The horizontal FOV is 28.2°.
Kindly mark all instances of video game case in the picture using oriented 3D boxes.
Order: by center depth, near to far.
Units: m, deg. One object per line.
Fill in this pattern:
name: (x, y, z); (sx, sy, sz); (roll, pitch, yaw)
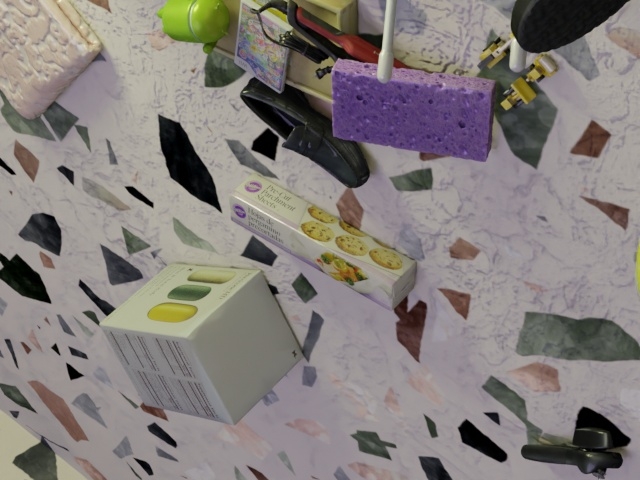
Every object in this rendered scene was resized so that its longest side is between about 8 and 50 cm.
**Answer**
video game case: (-0.080, -0.270, 1.766); (0.087, 0.011, 0.122); (35, 146, 17)

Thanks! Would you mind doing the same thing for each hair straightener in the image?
hair straightener: (0.005, -0.239, 1.658); (0.230, 0.047, 0.089); (26, 134, -13)

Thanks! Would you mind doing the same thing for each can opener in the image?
can opener: (0.379, 0.322, 1.917); (0.059, 0.073, 0.186); (17, 163, -29)

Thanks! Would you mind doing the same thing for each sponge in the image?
sponge: (0.118, -0.168, 1.638); (0.210, 0.031, 0.117); (11, 137, 14)

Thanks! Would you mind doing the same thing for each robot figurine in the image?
robot figurine: (-0.175, -0.310, 1.779); (0.115, 0.067, 0.101); (11, 128, 42)

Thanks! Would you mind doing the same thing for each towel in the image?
towel: (-0.541, -0.385, 2.195); (0.317, 0.053, 0.332); (52, 148, -8)

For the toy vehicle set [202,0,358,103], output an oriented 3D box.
toy vehicle set: (-0.063, -0.301, 1.760); (0.267, 0.035, 0.166); (28, 143, 27)

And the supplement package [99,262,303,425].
supplement package: (-0.214, 0.179, 2.285); (0.263, 0.199, 0.198); (3, 127, 47)

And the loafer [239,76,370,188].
loafer: (-0.024, -0.152, 1.834); (0.223, 0.078, 0.076); (45, 147, 3)

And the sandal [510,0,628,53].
sandal: (0.296, -0.365, 1.215); (0.107, 0.167, 0.446); (60, 147, 29)

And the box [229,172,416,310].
box: (0.000, 0.000, 1.980); (0.324, 0.067, 0.063); (30, 143, 25)

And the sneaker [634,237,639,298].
sneaker: (0.436, -0.016, 1.399); (0.145, 0.147, 0.384); (38, 147, 10)

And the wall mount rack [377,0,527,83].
wall mount rack: (0.121, -0.343, 1.423); (0.350, 0.130, 0.304); (3, 128, 48)

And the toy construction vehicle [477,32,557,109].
toy construction vehicle: (0.231, -0.203, 1.533); (0.086, 0.035, 0.098); (50, 147, -5)
